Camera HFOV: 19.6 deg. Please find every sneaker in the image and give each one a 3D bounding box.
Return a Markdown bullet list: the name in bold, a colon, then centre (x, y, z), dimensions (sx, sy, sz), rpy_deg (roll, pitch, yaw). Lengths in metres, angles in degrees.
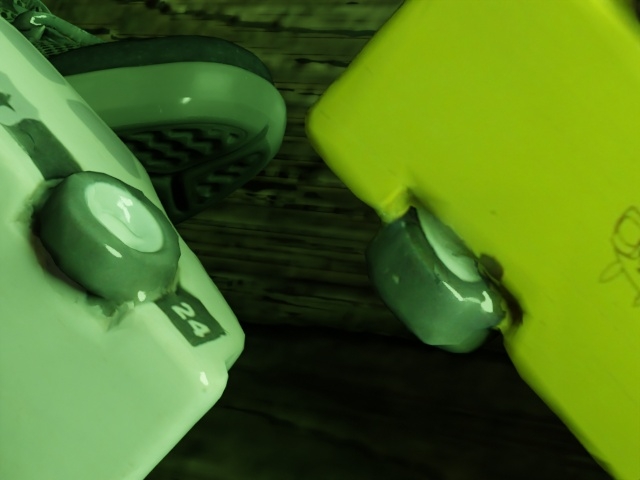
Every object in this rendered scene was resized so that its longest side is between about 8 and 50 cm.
- **sneaker**: centre (-0.106, -0.060, 0.593), dimensions (0.227, 0.087, 0.130), rpy_deg (-10, 68, 41)

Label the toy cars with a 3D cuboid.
- **toy cars**: centre (0.000, 0.000, 0.440), dimensions (0.393, 0.087, 0.177), rpy_deg (7, 102, 25)
